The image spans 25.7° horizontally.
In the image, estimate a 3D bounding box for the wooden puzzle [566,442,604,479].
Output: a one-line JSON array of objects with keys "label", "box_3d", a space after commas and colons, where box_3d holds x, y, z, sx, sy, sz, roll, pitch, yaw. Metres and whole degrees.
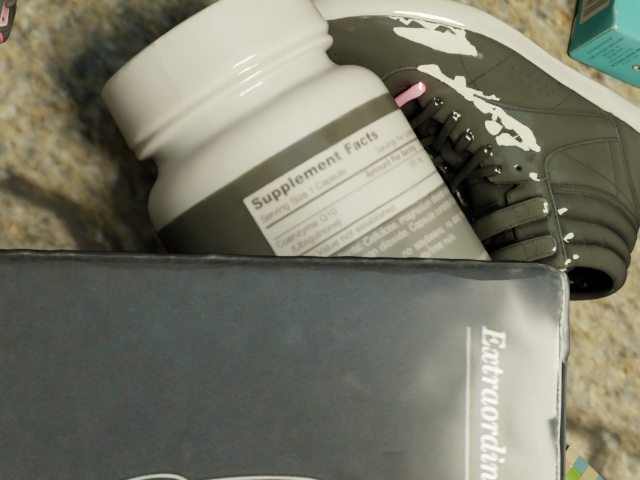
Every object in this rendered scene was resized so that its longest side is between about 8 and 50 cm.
[{"label": "wooden puzzle", "box_3d": [0.165, 0.167, 0.948, 0.083, 0.006, 0.049, 46, 63, -7]}]

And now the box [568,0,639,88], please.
[{"label": "box", "box_3d": [0.312, -0.147, 1.069, 0.244, 0.060, 0.101, 20, 69, -19]}]

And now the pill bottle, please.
[{"label": "pill bottle", "box_3d": [0.000, 0.000, 0.828, 0.161, 0.161, 0.283, -32, 91, -28]}]

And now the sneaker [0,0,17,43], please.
[{"label": "sneaker", "box_3d": [-0.207, -0.156, 0.835, 0.077, 0.072, 0.178, 46, 70, -21]}]

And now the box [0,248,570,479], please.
[{"label": "box", "box_3d": [-0.107, 0.154, 0.623, 0.395, 0.212, 0.294, 2, 87, -5]}]

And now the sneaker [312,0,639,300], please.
[{"label": "sneaker", "box_3d": [0.103, -0.052, 0.920, 0.295, 0.104, 0.147, 22, 63, -23]}]
